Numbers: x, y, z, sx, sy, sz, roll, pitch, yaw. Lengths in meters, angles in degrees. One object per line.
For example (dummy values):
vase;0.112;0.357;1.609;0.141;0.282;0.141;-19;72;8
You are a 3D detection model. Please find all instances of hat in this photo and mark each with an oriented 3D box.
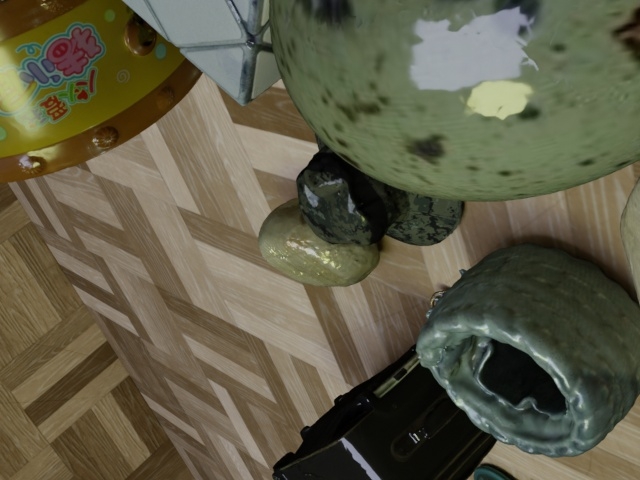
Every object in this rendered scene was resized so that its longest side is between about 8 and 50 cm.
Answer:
hat;0.045;-0.063;1.080;0.265;0.128;0.265;34;148;24

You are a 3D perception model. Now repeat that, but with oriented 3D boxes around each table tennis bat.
table tennis bat;0.330;0.440;1.429;0.201;0.033;0.124;36;153;33

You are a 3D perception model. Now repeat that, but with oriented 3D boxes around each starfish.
starfish;0.187;0.091;1.178;0.091;0.028;0.078;23;150;37

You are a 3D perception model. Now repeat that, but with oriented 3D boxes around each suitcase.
suitcase;0.100;0.305;1.319;0.194;0.283;0.434;49;153;7

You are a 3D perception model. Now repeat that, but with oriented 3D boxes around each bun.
bun;0.000;0.000;1.262;0.164;0.111;0.188;37;159;-22

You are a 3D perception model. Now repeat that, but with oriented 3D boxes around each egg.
egg;0.124;-0.170;0.625;0.288;0.287;0.379;57;155;-17

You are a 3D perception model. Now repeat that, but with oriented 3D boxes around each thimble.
thimble;0.237;0.114;0.982;0.250;0.172;0.205;20;138;40

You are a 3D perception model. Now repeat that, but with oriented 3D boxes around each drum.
drum;-0.358;-0.277;1.081;0.431;0.431;0.214;24;146;40

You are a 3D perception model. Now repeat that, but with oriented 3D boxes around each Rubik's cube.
Rubik's cube;-0.067;-0.297;0.840;0.205;0.205;0.207;43;152;11

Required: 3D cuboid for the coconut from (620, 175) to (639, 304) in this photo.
coconut;0.337;0.033;0.591;0.237;0.237;0.266;85;180;-51
